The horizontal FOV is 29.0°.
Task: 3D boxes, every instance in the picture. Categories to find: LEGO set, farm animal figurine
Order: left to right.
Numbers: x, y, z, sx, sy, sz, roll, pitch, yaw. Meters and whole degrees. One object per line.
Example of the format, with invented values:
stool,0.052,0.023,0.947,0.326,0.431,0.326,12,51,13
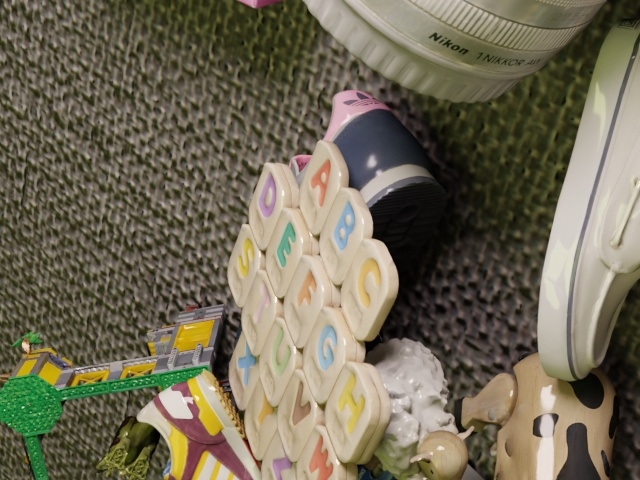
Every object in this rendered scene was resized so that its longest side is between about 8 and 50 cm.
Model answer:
LEGO set,-0.173,0.212,1.248,0.255,0.192,0.331,-18,106,6
farm animal figurine,0.196,0.227,0.943,0.172,0.330,0.327,-38,54,55

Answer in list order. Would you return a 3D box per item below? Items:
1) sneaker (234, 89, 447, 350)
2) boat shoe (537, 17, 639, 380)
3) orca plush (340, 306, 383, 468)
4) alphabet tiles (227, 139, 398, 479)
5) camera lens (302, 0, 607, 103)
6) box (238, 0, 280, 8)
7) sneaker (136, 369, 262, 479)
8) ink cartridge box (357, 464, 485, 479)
sneaker,0.000,0.000,1.106,0.319,0.112,0.131,-52,52,43
boat shoe,0.224,-0.019,0.882,0.088,0.096,0.267,17,100,26
orca plush,0.028,0.179,1.113,0.102,0.151,0.287,34,130,24
alphabet tiles,-0.019,0.075,0.993,0.278,0.021,0.284,-66,33,37
camera lens,0.124,-0.250,0.783,0.219,0.219,0.274,49,133,11
box,-0.093,-0.337,0.997,0.243,0.117,0.213,30,127,27
sneaker,-0.093,0.211,1.111,0.084,0.069,0.185,-27,99,-1
ink cartridge box,0.141,0.312,1.143,0.333,0.065,0.165,42,132,19
